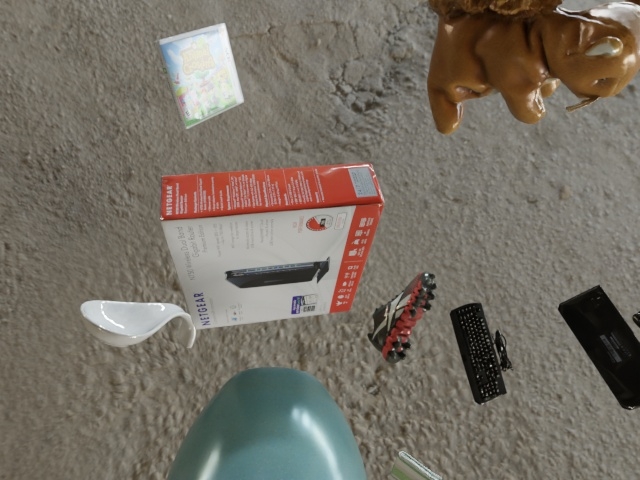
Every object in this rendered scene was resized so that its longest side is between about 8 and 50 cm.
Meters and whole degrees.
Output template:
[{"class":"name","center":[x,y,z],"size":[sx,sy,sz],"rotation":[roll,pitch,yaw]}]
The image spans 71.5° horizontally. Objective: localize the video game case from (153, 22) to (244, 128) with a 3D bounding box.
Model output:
[{"class":"video game case","center":[-0.278,-0.395,1.062],"size":[0.023,0.193,0.212],"rotation":[11,37,32]}]

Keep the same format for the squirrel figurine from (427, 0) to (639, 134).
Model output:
[{"class":"squirrel figurine","center":[0.413,-0.420,0.863],"size":[0.281,0.370,0.397],"rotation":[-40,125,-21]}]

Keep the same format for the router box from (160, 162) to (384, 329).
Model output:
[{"class":"router box","center":[-0.078,0.026,0.739],"size":[0.301,0.335,0.082],"rotation":[-6,56,-10]}]

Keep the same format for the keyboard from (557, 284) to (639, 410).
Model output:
[{"class":"keyboard","center":[0.458,0.155,0.673],"size":[0.023,0.108,0.180],"rotation":[-7,63,-41]}]

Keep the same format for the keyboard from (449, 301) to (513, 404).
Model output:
[{"class":"keyboard","center":[0.316,0.209,0.844],"size":[0.100,0.038,0.192],"rotation":[-19,94,-17]}]

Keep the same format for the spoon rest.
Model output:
[{"class":"spoon rest","center":[-0.356,0.166,0.907],"size":[0.137,0.276,0.084],"rotation":[28,88,29]}]

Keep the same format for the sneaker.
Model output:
[{"class":"sneaker","center":[0.222,0.199,1.253],"size":[0.098,0.135,0.276],"rotation":[26,92,-48]}]

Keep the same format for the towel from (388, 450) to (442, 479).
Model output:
[{"class":"towel","center":[0.217,0.576,1.045],"size":[0.113,0.152,0.023],"rotation":[28,34,30]}]

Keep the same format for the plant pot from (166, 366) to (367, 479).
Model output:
[{"class":"plant pot","center":[-0.074,0.302,0.657],"size":[0.290,0.290,0.195],"rotation":[8,57,-12]}]
